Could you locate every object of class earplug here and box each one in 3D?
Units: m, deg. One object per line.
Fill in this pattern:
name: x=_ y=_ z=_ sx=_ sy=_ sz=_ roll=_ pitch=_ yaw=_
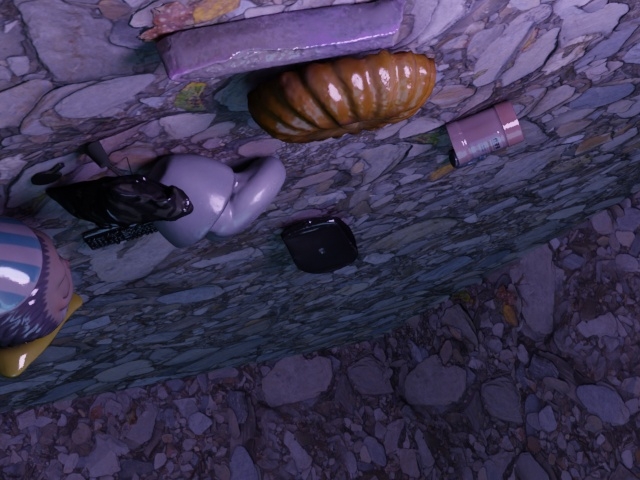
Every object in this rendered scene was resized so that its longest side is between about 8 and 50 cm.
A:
earplug: x=-0.200 y=-0.090 z=1.854 sx=0.214 sy=0.175 sz=0.325 roll=-36 pitch=167 yaw=34

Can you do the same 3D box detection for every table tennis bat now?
table tennis bat: x=-0.479 y=-0.117 z=1.696 sx=0.083 sy=0.007 sz=0.050 roll=-30 pitch=161 yaw=38

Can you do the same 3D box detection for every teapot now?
teapot: x=0.350 y=-0.210 z=2.285 sx=0.083 sy=0.064 sz=0.049 roll=-18 pitch=-164 yaw=-13

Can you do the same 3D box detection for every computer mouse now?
computer mouse: x=-0.001 y=-0.004 z=2.494 sx=0.168 sy=0.087 sz=0.295 roll=-15 pitch=152 yaw=9

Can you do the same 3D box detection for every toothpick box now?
toothpick box: x=0.358 y=-0.236 z=2.094 sx=0.148 sy=0.098 sz=0.098 roll=-20 pitch=164 yaw=9

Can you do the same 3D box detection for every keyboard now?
keyboard: x=-0.393 y=-0.028 z=2.063 sx=0.230 sy=0.025 sz=0.094 roll=-18 pitch=161 yaw=-3

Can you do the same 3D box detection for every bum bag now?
bum bag: x=-0.364 y=-0.067 z=1.691 sx=0.144 sy=0.095 sz=0.340 roll=13 pitch=174 yaw=-39

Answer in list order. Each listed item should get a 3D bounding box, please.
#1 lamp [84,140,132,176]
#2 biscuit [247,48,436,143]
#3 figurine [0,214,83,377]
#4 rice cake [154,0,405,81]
lamp: x=-0.368 y=-0.135 z=1.681 sx=0.041 sy=0.054 sz=0.121 roll=-40 pitch=168 yaw=3
biscuit: x=0.039 y=-0.236 z=1.626 sx=0.325 sy=0.107 sz=0.326 roll=-9 pitch=177 yaw=-1
figurine: x=-0.651 y=0.029 z=1.761 sx=0.361 sy=0.266 sz=0.378 roll=5 pitch=131 yaw=5
rice cake: x=-0.052 y=-0.303 z=1.455 sx=0.398 sy=0.070 sz=0.064 roll=-13 pitch=167 yaw=-18
